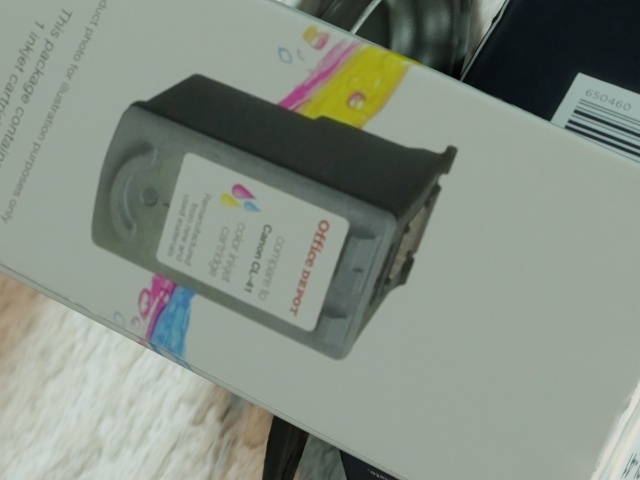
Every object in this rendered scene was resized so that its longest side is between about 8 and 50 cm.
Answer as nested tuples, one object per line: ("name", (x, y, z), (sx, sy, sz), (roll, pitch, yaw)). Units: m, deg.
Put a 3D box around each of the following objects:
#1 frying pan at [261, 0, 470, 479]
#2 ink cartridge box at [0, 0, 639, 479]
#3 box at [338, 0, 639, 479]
("frying pan", (0.016, -0.018, 1.096), (0.197, 0.053, 0.326), (-45, 153, -40))
("ink cartridge box", (0.008, -0.007, 0.728), (0.131, 0.306, 0.226), (-66, 160, 3))
("box", (0.171, 0.067, 1.222), (0.293, 0.212, 0.395), (-58, 159, -24))
